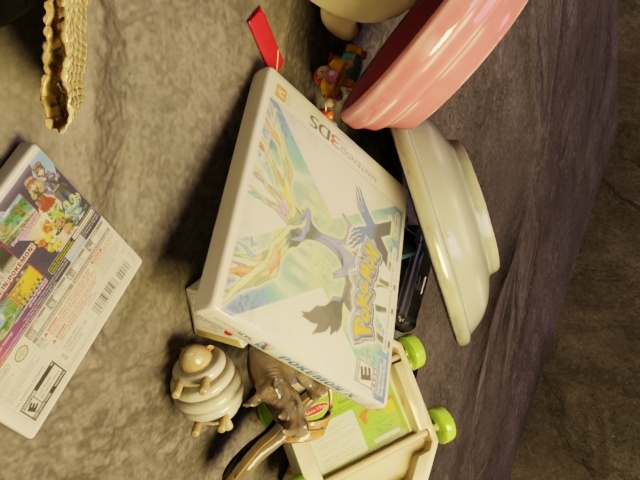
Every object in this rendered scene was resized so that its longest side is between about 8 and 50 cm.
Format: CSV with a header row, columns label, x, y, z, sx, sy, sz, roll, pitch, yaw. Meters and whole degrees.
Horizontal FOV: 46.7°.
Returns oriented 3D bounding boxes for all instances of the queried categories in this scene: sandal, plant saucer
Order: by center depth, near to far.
label,x,y,z,sx,sy,sz,roll,pitch,yaw
plant saucer,0.156,-0.262,0.927,0.084,0.332,0.332,37,58,-10
sandal,-0.030,0.241,0.949,0.219,0.060,0.090,-42,177,-25
plant saucer,0.199,-0.041,1.153,0.400,0.100,0.401,-17,90,-84

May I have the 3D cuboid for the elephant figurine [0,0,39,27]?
label,x,y,z,sx,sy,sz,roll,pitch,yaw
elephant figurine,-0.283,-0.219,0.421,0.169,0.186,0.239,-30,127,1

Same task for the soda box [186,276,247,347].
label,x,y,z,sx,sy,sz,roll,pitch,yaw
soda box,-0.070,0.044,0.932,0.216,0.073,0.069,-41,133,-49

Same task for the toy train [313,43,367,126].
label,x,y,z,sx,sy,sz,roll,pitch,yaw
toy train,0.016,-0.205,1.040,0.125,0.046,0.166,94,21,-44

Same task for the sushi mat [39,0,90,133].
label,x,y,z,sx,sy,sz,roll,pitch,yaw
sushi mat,-0.172,-0.159,0.518,0.019,0.316,0.152,4,100,-17

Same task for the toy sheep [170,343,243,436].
label,x,y,z,sx,sy,sz,roll,pitch,yaw
toy sheep,-0.130,0.173,0.856,0.091,0.091,0.132,-47,134,-44

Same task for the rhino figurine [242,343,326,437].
label,x,y,z,sx,sy,sz,roll,pitch,yaw
rhino figurine,-0.049,0.154,0.893,0.106,0.073,0.243,50,14,-22

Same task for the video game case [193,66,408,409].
label,x,y,z,sx,sy,sz,roll,pitch,yaw
video game case,0.000,0.000,0.906,0.300,0.036,0.329,36,51,-38

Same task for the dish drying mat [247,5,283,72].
label,x,y,z,sx,sy,sz,roll,pitch,yaw
dish drying mat,-0.066,-0.244,0.913,0.032,0.008,0.083,-60,146,-29

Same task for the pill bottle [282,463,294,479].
label,x,y,z,sx,sy,sz,roll,pitch,yaw
pill bottle,0.016,0.341,1.139,0.215,0.117,0.117,-63,147,-26

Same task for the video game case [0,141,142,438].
label,x,y,z,sx,sy,sz,roll,pitch,yaw
video game case,-0.258,0.048,0.652,0.201,0.023,0.183,-63,147,-25

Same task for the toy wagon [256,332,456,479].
label,x,y,z,sx,sy,sz,roll,pitch,yaw
toy wagon,0.039,0.222,1.077,0.267,0.068,0.345,-18,83,-27

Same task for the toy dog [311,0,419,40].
label,x,y,z,sx,sy,sz,roll,pitch,yaw
toy dog,0.132,-0.479,0.922,0.408,0.284,0.396,-60,158,-31

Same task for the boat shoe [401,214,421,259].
label,x,y,z,sx,sy,sz,roll,pitch,yaw
boat shoe,0.094,-0.010,1.164,0.258,0.108,0.089,-8,90,-71

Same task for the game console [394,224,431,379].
label,x,y,z,sx,sy,sz,roll,pitch,yaw
game console,0.156,0.154,1.408,0.213,0.043,0.362,36,68,-60
